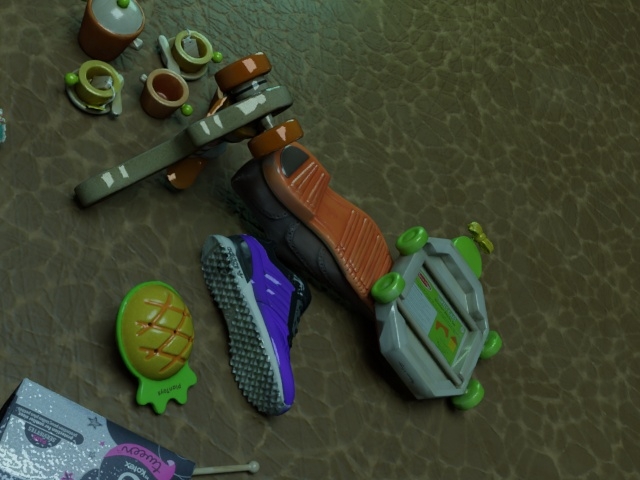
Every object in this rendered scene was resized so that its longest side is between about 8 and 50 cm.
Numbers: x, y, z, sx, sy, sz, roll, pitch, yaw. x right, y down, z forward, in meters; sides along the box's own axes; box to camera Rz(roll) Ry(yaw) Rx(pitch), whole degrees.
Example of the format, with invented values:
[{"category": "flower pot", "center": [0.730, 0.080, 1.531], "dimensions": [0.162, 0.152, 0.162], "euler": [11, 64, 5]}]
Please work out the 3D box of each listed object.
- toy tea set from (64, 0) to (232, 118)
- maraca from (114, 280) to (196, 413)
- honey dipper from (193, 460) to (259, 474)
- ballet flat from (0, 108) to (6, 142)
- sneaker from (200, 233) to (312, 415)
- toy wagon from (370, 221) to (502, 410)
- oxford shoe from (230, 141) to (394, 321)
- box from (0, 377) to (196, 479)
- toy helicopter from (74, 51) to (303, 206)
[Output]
[{"category": "toy tea set", "center": [-0.245, -0.295, 1.745], "dimensions": [0.336, 0.124, 0.200], "euler": [6, 60, -30]}, {"category": "maraca", "center": [-0.229, 0.149, 1.519], "dimensions": [0.127, 0.099, 0.185], "euler": [-17, 98, -42]}, {"category": "honey dipper", "center": [-0.156, 0.323, 1.507], "dimensions": [0.161, 0.030, 0.030], "euler": [5, 61, -35]}, {"category": "ballet flat", "center": [-0.553, -0.216, 1.534], "dimensions": [0.241, 0.077, 0.091], "euler": [29, 52, -15]}, {"category": "sneaker", "center": [-0.068, 0.116, 1.633], "dimensions": [0.146, 0.102, 0.293], "euler": [-5, 67, -35]}, {"category": "toy wagon", "center": [0.206, 0.104, 1.795], "dimensions": [0.267, 0.068, 0.344], "euler": [53, 42, -22]}, {"category": "oxford shoe", "center": [0.000, 0.000, 1.744], "dimensions": [0.363, 0.133, 0.130], "euler": [53, 39, -20]}, {"category": "box", "center": [-0.308, 0.308, 1.341], "dimensions": [0.247, 0.142, 0.163], "euler": [31, 51, -14]}, {"category": "toy helicopter", "center": [-0.206, -0.146, 1.633], "dimensions": [0.355, 0.235, 0.140], "euler": [-27, 96, -8]}]
